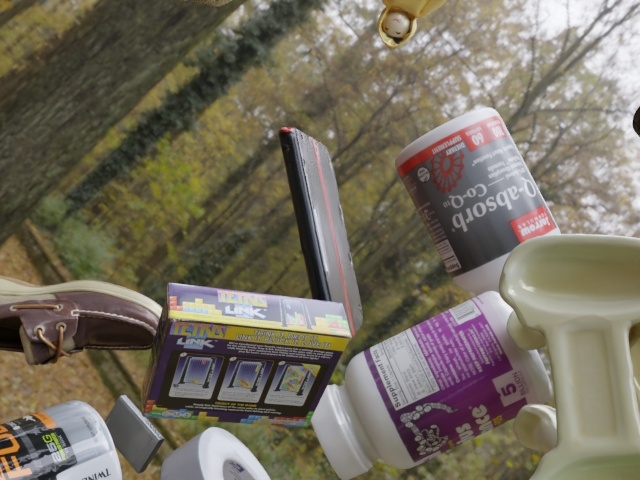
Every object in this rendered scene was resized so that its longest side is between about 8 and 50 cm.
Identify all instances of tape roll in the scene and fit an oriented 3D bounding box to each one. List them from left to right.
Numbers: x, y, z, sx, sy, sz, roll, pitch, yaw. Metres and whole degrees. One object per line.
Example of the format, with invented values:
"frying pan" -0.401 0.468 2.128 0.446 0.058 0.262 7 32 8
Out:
"tape roll" -0.133 0.382 1.096 0.219 0.072 0.219 53 8 -10

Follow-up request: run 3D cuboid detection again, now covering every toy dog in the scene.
"toy dog" 0.392 0.130 0.838 0.408 0.395 0.285 21 54 -67

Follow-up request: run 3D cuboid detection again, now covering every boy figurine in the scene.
"boy figurine" 0.181 -0.522 1.532 0.177 0.285 0.092 24 29 -6

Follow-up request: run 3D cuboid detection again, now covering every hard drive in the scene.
"hard drive" -0.391 0.400 1.579 0.135 0.094 0.022 40 16 25

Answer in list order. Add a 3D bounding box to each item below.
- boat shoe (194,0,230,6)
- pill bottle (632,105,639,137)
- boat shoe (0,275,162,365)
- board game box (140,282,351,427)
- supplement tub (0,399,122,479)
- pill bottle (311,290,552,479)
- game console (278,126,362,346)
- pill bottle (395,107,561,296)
"boat shoe" -0.107 -0.293 0.761 0.122 0.324 0.120 35 -53 40
"pill bottle" 0.653 -0.171 1.363 0.123 0.123 0.219 53 13 -38
"boat shoe" -0.394 0.132 1.103 0.342 0.123 0.123 9 -45 0
"board game box" -0.075 0.114 0.728 0.170 0.141 0.048 9 37 -19
"supplement tub" -0.479 0.378 1.143 0.193 0.316 0.194 17 -66 44
"pill bottle" 0.140 0.204 1.031 0.169 0.301 0.169 63 3 -6
"game console" 0.000 0.000 1.377 0.342 0.060 0.387 -12 90 -79
"pill bottle" 0.302 -0.036 1.375 0.363 0.210 0.210 63 -10 5
